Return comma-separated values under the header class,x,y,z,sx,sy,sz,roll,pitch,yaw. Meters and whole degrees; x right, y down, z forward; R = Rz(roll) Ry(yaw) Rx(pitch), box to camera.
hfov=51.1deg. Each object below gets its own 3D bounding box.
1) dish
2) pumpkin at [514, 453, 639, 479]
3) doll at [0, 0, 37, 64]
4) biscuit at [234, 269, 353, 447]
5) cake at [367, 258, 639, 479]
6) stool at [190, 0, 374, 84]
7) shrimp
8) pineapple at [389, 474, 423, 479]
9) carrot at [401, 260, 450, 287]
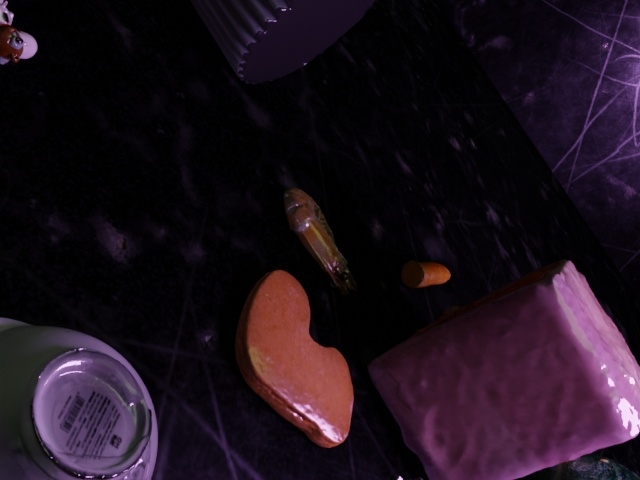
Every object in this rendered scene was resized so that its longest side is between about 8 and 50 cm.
class,x,y,z,sx,sy,sz,roll,pitch,yaw
dish,-0.205,0.153,0.519,0.224,0.078,0.246,54,32,-8
pumpkin,0.386,0.438,0.914,0.263,0.196,0.293,-44,113,-50
doll,-0.337,-0.228,0.712,0.085,0.040,0.058,57,19,-9
biscuit,-0.021,0.137,0.827,0.192,0.036,0.186,46,32,-20
cake,0.266,0.186,0.929,0.237,0.308,0.230,-19,80,-61
stool,-0.097,-0.462,1.022,0.330,0.297,0.297,54,31,3
shrimp,0.000,0.000,0.984,0.180,0.041,0.099,59,17,6
pineapple,0.063,0.320,0.718,0.237,0.111,0.119,8,75,-56
carrot,0.192,0.058,1.183,0.139,0.048,0.048,1,61,-56
